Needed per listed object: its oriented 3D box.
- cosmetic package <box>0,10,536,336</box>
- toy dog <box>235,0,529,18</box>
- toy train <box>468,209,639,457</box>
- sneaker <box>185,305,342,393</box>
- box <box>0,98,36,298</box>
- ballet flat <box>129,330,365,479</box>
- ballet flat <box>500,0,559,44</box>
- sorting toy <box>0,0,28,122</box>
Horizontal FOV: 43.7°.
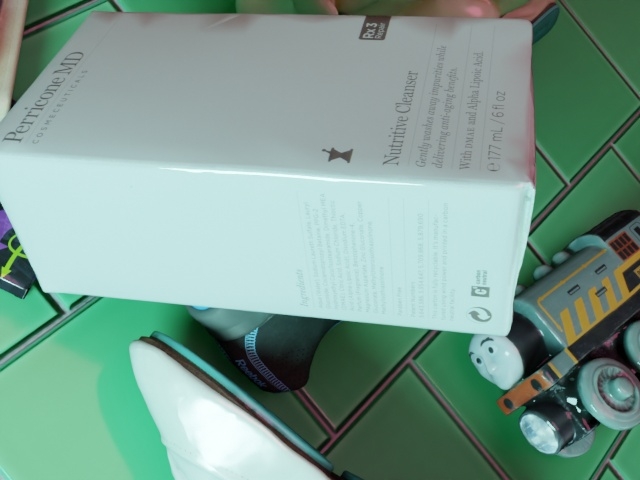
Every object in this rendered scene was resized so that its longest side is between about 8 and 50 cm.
[{"bbox_3d":[-0.033,-0.065,0.638,0.385,0.156,0.217,4,45,10],"label":"cosmetic package"},{"bbox_3d":[0.046,-0.343,0.799,0.408,0.395,0.284,24,69,-27],"label":"toy dog"},{"bbox_3d":[0.313,0.100,0.905,0.334,0.142,0.190,-29,72,-31],"label":"toy train"},{"bbox_3d":[0.000,0.000,0.803,0.341,0.125,0.139,-50,123,-36],"label":"sneaker"},{"bbox_3d":[-0.277,-0.044,0.705,0.116,0.029,0.162,28,57,-15],"label":"box"},{"bbox_3d":[-0.017,0.233,0.680,0.400,0.139,0.139,36,57,-12],"label":"ballet flat"},{"bbox_3d":[0.223,-0.258,1.043,0.086,0.086,0.248,49,54,-2],"label":"ballet flat"},{"bbox_3d":[-0.364,-0.208,0.704,0.193,0.038,0.208,7,63,-19],"label":"sorting toy"}]
